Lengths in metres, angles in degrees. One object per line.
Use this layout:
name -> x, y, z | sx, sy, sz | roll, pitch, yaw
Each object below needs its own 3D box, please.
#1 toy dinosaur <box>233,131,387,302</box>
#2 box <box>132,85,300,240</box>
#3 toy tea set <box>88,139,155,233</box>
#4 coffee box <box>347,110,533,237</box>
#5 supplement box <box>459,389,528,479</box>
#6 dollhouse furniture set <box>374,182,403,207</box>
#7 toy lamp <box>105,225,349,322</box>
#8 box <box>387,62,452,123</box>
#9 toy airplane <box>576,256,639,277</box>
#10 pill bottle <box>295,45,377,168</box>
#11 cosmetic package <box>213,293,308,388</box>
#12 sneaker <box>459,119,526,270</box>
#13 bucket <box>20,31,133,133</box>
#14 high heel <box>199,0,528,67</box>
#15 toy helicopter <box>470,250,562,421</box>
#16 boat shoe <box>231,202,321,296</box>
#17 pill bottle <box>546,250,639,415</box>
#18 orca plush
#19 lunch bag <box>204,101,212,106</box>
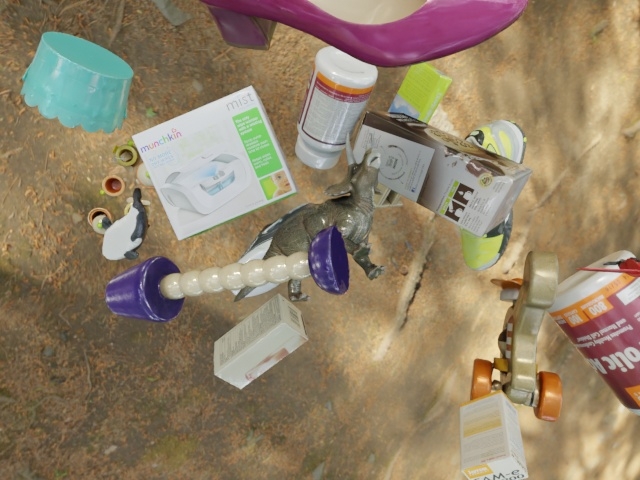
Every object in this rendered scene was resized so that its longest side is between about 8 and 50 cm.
toy dinosaur -> 0.000, 0.000, 0.640 | 0.314, 0.160, 0.121 | -37, 143, 20
box -> -0.209, -0.157, 0.881 | 0.262, 0.127, 0.230 | -22, 95, 2
toy tea set -> -0.661, -0.164, 1.422 | 0.200, 0.124, 0.335 | 24, 94, -13
coffee box -> 0.227, -0.142, 0.810 | 0.168, 0.297, 0.118 | -22, 138, -51
supplement box -> 0.203, 0.235, 0.498 | 0.062, 0.098, 0.036 | -36, 101, 29
dollhouse furniture set -> 0.224, -0.226, 1.465 | 0.129, 0.183, 0.129 | -6, 140, -30
toy lamp -> -0.109, 0.044, 0.454 | 0.275, 0.080, 0.080 | -8, 126, 18
box -> 0.210, -0.304, 0.944 | 0.043, 0.109, 0.178 | 3, 130, -31
toy airplane -> 0.442, 0.042, 0.570 | 0.151, 0.151, 0.028 | -3, 101, -33
pill bottle -> 0.021, -0.258, 0.839 | 0.121, 0.121, 0.221 | -14, 149, -28
cosmetic package -> -0.200, 0.334, 1.379 | 0.296, 0.153, 0.129 | -37, 123, 12
sneaker -> 0.390, -0.101, 1.046 | 0.147, 0.145, 0.383 | -12, 112, -27
bucket -> -0.710, -0.471, 1.243 | 0.282, 0.281, 0.183 | 14, 122, -37
high heel -> 0.024, -0.284, 0.431 | 0.181, 0.378, 0.127 | 57, 37, -68
toy helicopter -> 0.346, 0.131, 0.704 | 0.354, 0.140, 0.234 | 74, 30, -47
boat shoe -> -0.097, 0.008, 0.936 | 0.301, 0.102, 0.108 | -41, 135, -24
pill bottle -> 0.713, 0.238, 0.920 | 0.224, 0.392, 0.224 | -32, 164, -10
orca plush -> -0.576, -0.048, 1.278 | 0.287, 0.151, 0.102 | -60, 171, 33
lunch bag -> -0.384, -0.442, 1.456 | 0.065, 0.098, 0.067 | -41, 120, -12
